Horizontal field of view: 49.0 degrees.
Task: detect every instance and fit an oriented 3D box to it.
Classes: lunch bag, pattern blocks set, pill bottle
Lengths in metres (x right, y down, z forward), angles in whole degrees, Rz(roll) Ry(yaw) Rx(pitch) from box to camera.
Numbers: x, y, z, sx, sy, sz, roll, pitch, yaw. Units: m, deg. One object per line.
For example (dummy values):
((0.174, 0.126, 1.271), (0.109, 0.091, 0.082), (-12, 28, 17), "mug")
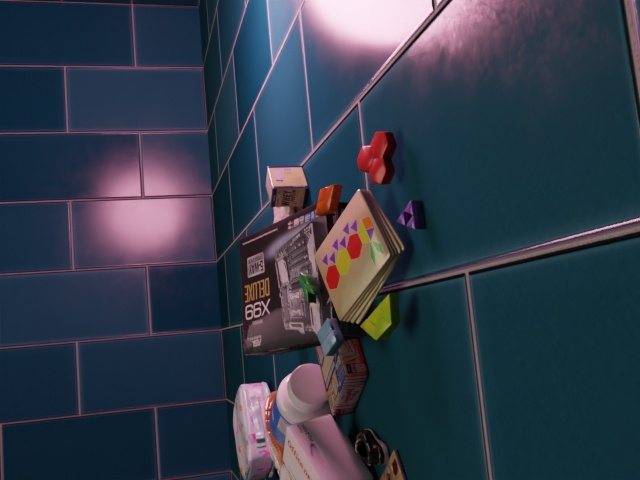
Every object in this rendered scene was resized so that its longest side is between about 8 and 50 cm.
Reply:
((-0.196, 0.590, 2.159), (0.224, 0.108, 0.279), (111, 151, -51), "lunch bag")
((0.058, 0.022, 1.091), (0.325, 0.026, 0.285), (-49, 48, 45), "pattern blocks set")
((-0.036, 0.348, 1.478), (0.221, 0.124, 0.124), (107, 155, -51), "pill bottle")

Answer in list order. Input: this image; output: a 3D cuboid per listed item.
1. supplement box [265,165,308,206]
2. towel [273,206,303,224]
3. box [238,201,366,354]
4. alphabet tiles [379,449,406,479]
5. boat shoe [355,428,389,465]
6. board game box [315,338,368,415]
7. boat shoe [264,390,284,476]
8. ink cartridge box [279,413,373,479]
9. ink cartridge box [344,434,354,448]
((-0.078, -0.125, 1.614), (0.083, 0.083, 0.056), (-107, 20, -44), "supplement box")
((-0.079, 0.031, 1.719), (0.187, 0.049, 0.282), (-174, 81, -76), "towel")
((-0.044, 0.081, 1.325), (0.307, 0.077, 0.242), (-21, 68, 52), "box")
((0.123, 0.484, 1.133), (0.237, 0.009, 0.198), (102, 159, -45), "alphabet tiles")
((0.080, 0.357, 1.207), (0.125, 0.038, 0.046), (-164, 72, -74), "boat shoe")
((0.033, 0.213, 1.341), (0.146, 0.045, 0.193), (104, 157, -47), "board game box")
((-0.088, 0.514, 1.753), (0.096, 0.098, 0.277), (106, 155, -49), "boat shoe")
((0.002, 0.474, 1.312), (0.172, 0.100, 0.237), (48, 139, 47), "ink cartridge box")
((0.046, 0.413, 1.364), (0.048, 0.028, 0.083), (-141, 49, -69), "ink cartridge box")
